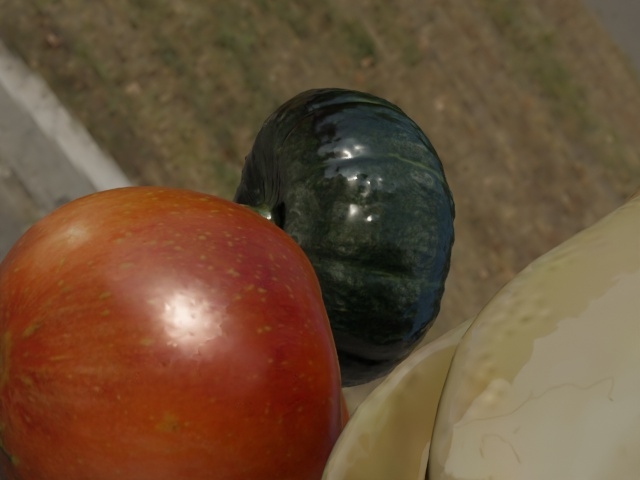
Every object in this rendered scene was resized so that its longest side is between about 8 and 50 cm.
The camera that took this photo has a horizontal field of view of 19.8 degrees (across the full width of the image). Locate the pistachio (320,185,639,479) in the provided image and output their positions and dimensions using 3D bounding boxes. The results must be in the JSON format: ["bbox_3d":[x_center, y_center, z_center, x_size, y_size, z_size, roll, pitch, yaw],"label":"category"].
[{"bbox_3d":[0.174,0.140,0.609,0.365,0.281,0.445,30,41,-11],"label":"pistachio"}]

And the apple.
[{"bbox_3d":[-0.055,0.060,0.714,0.163,0.139,0.163,-7,90,-79],"label":"apple"}]

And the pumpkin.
[{"bbox_3d":[0.002,0.000,1.270,0.152,0.211,0.211,21,36,-33],"label":"pumpkin"}]
